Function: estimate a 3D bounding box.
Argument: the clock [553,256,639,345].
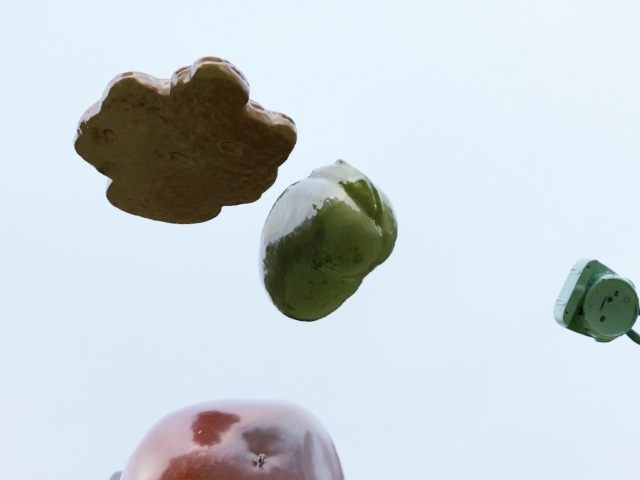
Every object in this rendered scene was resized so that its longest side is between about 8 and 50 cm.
[{"bbox_3d":[0.386,0.089,1.690,0.135,0.041,0.101,25,-93,-15],"label":"clock"}]

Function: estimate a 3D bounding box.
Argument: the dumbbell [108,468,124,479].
[{"bbox_3d":[-0.218,0.423,1.933,0.225,0.124,0.140,3,-1,25],"label":"dumbbell"}]

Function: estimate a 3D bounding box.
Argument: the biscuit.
[{"bbox_3d":[-0.180,-0.130,1.637,0.269,0.051,0.376,13,-31,-17],"label":"biscuit"}]

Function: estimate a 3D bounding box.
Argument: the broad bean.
[{"bbox_3d":[0.000,0.000,1.166,0.082,0.124,0.174,-5,-22,-45],"label":"broad bean"}]

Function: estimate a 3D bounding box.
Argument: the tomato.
[{"bbox_3d":[-0.102,0.369,1.686,0.341,0.341,0.273,13,-50,-26],"label":"tomato"}]
